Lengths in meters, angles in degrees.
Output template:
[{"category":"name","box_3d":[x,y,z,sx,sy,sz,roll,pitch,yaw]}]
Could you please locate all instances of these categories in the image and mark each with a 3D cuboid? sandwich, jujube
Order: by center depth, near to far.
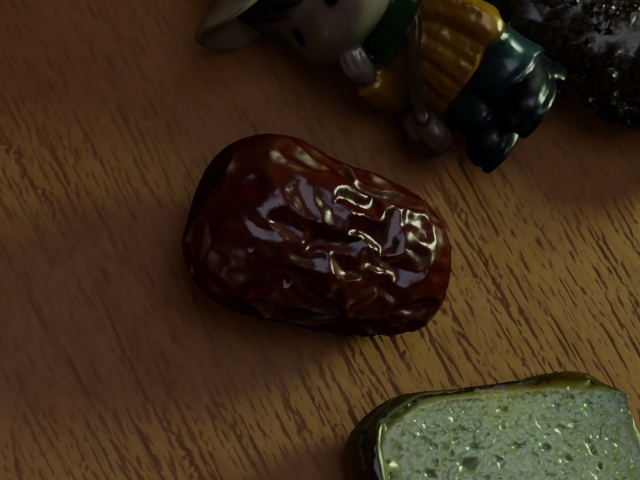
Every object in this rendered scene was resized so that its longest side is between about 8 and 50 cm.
[{"category":"sandwich","box_3d":[0.153,0.229,1.480,0.251,0.087,0.226,-6,74,-18]},{"category":"jujube","box_3d":[0.000,0.000,1.494,0.230,0.155,0.155,14,68,-15]}]

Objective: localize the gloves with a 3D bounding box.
[{"category":"gloves","box_3d":[0.282,-0.203,1.642,0.312,0.135,0.210,18,72,-4]}]

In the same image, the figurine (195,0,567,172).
[{"category":"figurine","box_3d":[0.056,-0.210,1.575,0.332,0.185,0.204,24,51,-13]}]
